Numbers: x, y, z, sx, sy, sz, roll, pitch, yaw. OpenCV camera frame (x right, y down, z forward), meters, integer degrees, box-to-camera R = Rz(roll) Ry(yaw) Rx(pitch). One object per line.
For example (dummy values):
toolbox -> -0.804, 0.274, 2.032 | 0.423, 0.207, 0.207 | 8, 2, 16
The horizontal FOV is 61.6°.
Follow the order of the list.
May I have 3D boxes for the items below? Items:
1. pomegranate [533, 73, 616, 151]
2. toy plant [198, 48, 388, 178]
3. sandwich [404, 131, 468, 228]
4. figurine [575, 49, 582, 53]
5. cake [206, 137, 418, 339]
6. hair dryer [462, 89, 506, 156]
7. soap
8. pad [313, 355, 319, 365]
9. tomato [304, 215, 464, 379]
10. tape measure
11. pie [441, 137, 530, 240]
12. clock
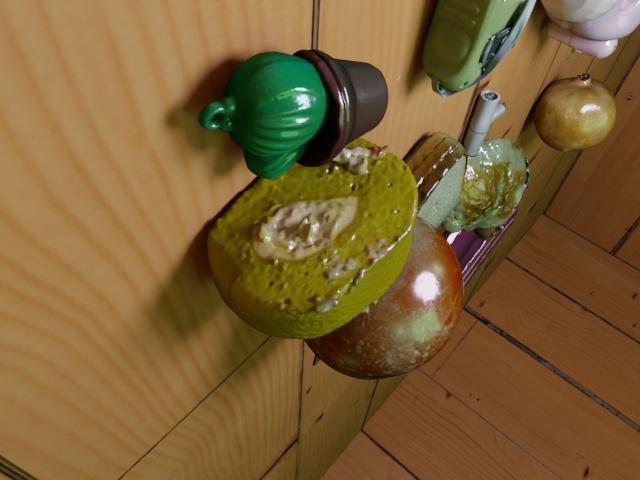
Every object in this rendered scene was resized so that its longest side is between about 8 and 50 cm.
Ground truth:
pomegranate -> 0.732, -0.360, 1.543 | 0.233, 0.233, 0.233 | -43, 156, -25
toy plant -> -0.029, -0.122, 0.525 | 0.200, 0.105, 0.143 | -18, 155, -29
sandwich -> 0.192, -0.075, 1.047 | 0.226, 0.087, 0.251 | -48, 160, -9
figurine -> 0.750, -0.578, 1.473 | 0.072, 0.054, 0.129 | -46, 159, -28
cake -> 0.000, 0.000, 0.647 | 0.260, 0.179, 0.156 | -47, 157, -18
hair dryer -> 0.382, -0.291, 1.186 | 0.183, 0.044, 0.154 | -46, 159, -31
soap -> 0.465, 0.014, 1.677 | 0.359, 0.128, 0.233 | -52, 157, -5
pad -> 0.094, 0.166, 1.317 | 0.300, 0.005, 0.202 | -36, 152, -37
tomato -> 0.074, 0.069, 0.820 | 0.223, 0.270, 0.270 | 36, 91, -35
tape measure -> 0.224, -0.301, 0.749 | 0.175, 0.106, 0.200 | -35, 154, -32
pie -> 0.403, -0.128, 1.322 | 0.275, 0.105, 0.257 | 9, 115, -41
clock -> 0.547, -0.533, 0.989 | 0.326, 0.184, 0.342 | 9, 111, -61
